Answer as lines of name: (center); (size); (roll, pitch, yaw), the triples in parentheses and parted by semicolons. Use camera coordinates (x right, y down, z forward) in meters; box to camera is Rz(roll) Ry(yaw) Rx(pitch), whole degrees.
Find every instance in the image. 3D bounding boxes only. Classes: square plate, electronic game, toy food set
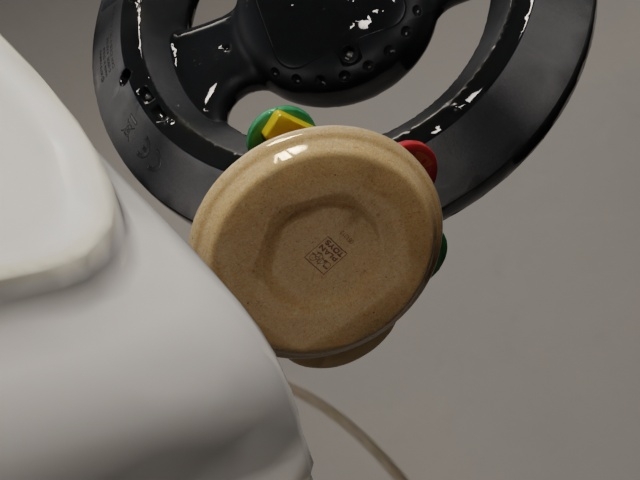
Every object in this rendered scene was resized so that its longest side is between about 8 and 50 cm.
square plate: (-0.182, -0.056, 0.294); (0.347, 0.344, 0.049); (45, 112, 16)
electronic game: (0.007, -0.100, 0.797); (0.229, 0.048, 0.229); (-7, 64, 15)
toy food set: (0.000, 0.000, 0.554); (0.083, 0.020, 0.083); (25, 109, -27)
